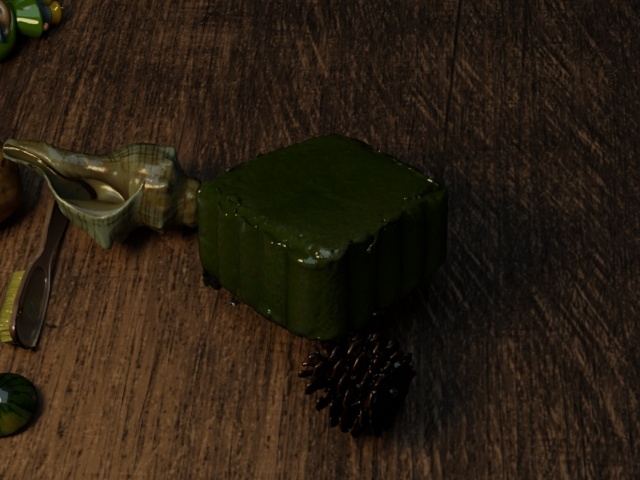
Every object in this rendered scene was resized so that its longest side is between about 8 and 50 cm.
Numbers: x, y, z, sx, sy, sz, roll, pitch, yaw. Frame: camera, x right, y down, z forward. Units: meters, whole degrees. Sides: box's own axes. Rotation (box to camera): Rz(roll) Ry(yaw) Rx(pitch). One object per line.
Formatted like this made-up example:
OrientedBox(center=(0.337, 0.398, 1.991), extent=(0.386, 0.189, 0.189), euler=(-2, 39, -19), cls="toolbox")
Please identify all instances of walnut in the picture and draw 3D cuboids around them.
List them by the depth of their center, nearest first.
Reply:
OrientedBox(center=(-0.615, -0.109, 2.001), extent=(0.193, 0.225, 0.193), euler=(-1, 88, 23), cls="walnut")

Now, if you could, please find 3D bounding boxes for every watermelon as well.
OrientedBox(center=(-0.493, 0.246, 1.810), extent=(0.105, 0.062, 0.105), euler=(-6, 54, 9), cls="watermelon")

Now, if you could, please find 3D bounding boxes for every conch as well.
OrientedBox(center=(-0.347, -0.074, 1.988), extent=(0.386, 0.169, 0.203), euler=(4, 45, 6), cls="conch")

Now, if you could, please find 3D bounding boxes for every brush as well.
OrientedBox(center=(-0.485, 0.047, 1.968), extent=(0.067, 0.072, 0.313), euler=(-6, 50, 15), cls="brush")

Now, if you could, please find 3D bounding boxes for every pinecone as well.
OrientedBox(center=(0.046, 0.205, 1.761), extent=(0.165, 0.163, 0.163), euler=(23, 56, 33), cls="pinecone")

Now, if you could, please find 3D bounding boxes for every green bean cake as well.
OrientedBox(center=(0.000, 0.000, 1.830), extent=(0.335, 0.218, 0.319), euler=(-27, 40, -31), cls="green bean cake")

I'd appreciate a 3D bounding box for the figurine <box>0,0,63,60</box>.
OrientedBox(center=(-0.637, -0.430, 2.307), extent=(0.263, 0.143, 0.162), euler=(-22, 60, -35), cls="figurine")
